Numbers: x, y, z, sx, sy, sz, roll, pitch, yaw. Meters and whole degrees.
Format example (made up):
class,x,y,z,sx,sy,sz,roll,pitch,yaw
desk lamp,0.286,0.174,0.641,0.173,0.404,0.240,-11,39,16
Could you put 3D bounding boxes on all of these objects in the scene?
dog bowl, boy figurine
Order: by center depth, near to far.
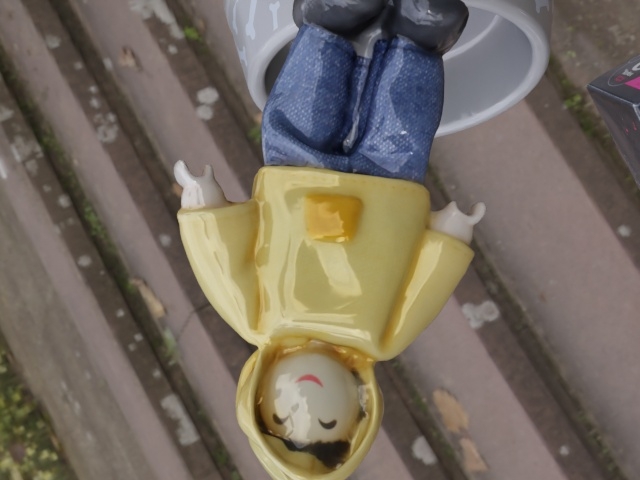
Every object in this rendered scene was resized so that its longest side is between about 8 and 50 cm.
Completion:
class,x,y,z,sx,sy,sz,roll,pitch,yaw
boy figurine,0.000,0.000,0.549,0.092,0.177,0.285,143,140,-79
dog bowl,0.076,-0.207,1.013,0.349,0.349,0.102,129,141,-65

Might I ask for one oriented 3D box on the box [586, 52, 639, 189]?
class,x,y,z,sx,sy,sz,roll,pitch,yaw
box,0.444,-0.090,1.115,0.270,0.143,0.165,57,-174,-15
